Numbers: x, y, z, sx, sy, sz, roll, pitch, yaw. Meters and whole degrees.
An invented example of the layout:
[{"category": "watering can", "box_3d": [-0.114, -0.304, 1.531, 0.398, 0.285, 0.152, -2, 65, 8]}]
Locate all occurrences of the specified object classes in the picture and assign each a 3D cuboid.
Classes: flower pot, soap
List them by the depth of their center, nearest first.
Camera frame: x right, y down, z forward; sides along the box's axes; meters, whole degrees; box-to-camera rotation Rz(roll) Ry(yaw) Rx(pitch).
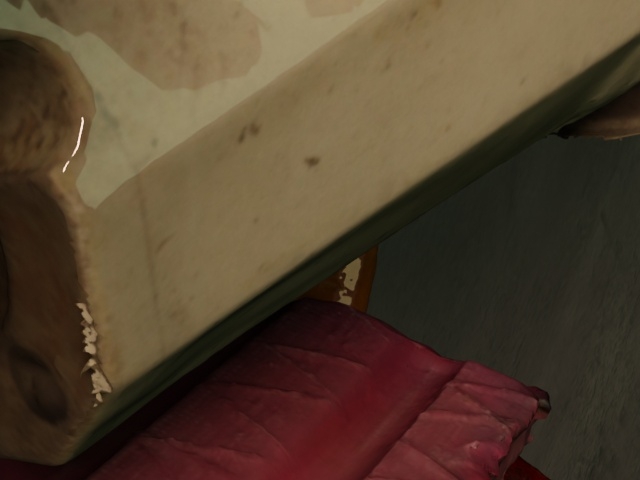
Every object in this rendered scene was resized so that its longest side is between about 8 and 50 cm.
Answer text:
[{"category": "flower pot", "box_3d": [-0.036, -0.093, 0.477, 0.259, 0.290, 0.290, -40, 144, -31]}, {"category": "soap", "box_3d": [-0.044, 0.111, 0.673, 0.289, 0.182, 0.112, -38, 143, -63]}]

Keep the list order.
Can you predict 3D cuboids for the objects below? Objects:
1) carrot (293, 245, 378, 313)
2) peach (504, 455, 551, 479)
[{"category": "carrot", "box_3d": [0.000, 0.000, 0.861, 0.062, 0.066, 0.271, 2, -107, 67]}, {"category": "peach", "box_3d": [0.047, 0.208, 0.996, 0.158, 0.154, 0.267, -22, 122, -51]}]
